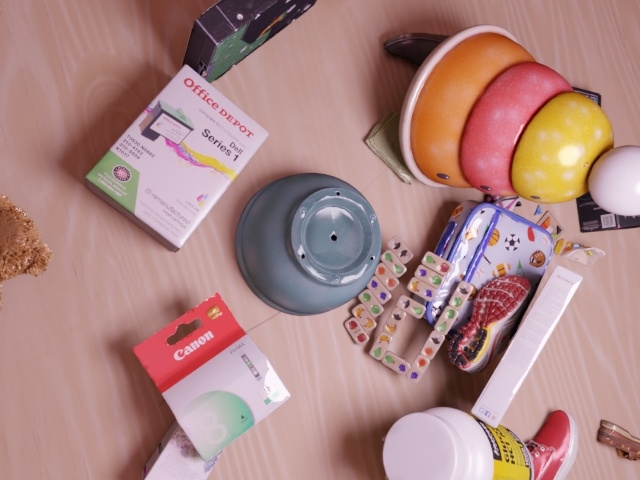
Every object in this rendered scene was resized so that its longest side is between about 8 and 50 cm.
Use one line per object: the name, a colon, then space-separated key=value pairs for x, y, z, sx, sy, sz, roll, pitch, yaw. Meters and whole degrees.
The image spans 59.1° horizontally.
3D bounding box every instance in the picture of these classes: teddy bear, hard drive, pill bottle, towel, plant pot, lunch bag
teddy bear: x=-0.612 y=0.063 z=0.917 sx=0.245 sy=0.113 sz=0.338 roll=35 pitch=82 yaw=-6
hard drive: x=-0.110 y=-0.433 z=1.065 sx=0.339 sy=0.237 sz=0.064 roll=-44 pitch=99 yaw=-17
pill bottle: x=0.262 y=0.421 z=1.069 sx=0.333 sy=0.187 sz=0.188 roll=31 pitch=73 yaw=-46
towel: x=0.177 y=-0.206 z=1.256 sx=0.148 sy=0.027 sz=0.110 roll=43 pitch=72 yaw=-10
plant pot: x=0.000 y=0.000 z=1.083 sx=0.292 sy=0.196 sz=0.294 roll=2 pitch=84 yaw=-20
lunch bag: x=0.339 y=0.077 z=1.210 sx=0.243 sy=0.115 sz=0.304 roll=23 pitch=94 yaw=-19

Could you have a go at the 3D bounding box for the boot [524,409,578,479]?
boot: x=0.464 y=0.473 z=1.263 sx=0.176 sy=0.088 sz=0.244 roll=30 pitch=79 yaw=-13

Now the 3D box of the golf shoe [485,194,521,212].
golf shoe: x=0.399 y=-0.053 z=1.299 sx=0.086 sy=0.067 sz=0.186 roll=46 pitch=72 yaw=-10

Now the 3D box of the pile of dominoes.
pile of dominoes: x=0.171 y=0.138 z=1.142 sx=0.195 sy=0.040 sz=0.251 roll=29 pitch=96 yaw=10

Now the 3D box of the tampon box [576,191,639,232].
tampon box: x=0.742 y=-0.079 z=1.396 sx=0.160 sy=0.120 sz=0.102 roll=-4 pitch=85 yaw=-20

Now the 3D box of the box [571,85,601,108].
box: x=0.562 y=-0.274 z=1.384 sx=0.269 sy=0.060 sz=0.217 roll=7 pitch=82 yaw=-19

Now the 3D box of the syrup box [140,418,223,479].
syrup box: x=-0.218 y=0.346 z=1.022 sx=0.093 sy=0.096 sz=0.237 roll=35 pitch=75 yaw=-11

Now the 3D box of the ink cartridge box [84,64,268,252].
ink cartridge box: x=-0.260 y=-0.149 z=1.045 sx=0.201 sy=0.117 sz=0.278 roll=39 pitch=73 yaw=-12

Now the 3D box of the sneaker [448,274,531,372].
sneaker: x=0.346 y=0.167 z=1.139 sx=0.225 sy=0.088 sz=0.092 roll=-52 pitch=131 yaw=-3

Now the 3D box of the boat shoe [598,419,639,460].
boat shoe: x=0.750 y=0.503 z=1.375 sx=0.177 sy=0.064 sz=0.060 roll=31 pitch=80 yaw=-8

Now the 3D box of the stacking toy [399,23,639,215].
stacking toy: x=0.411 y=-0.183 z=1.059 sx=0.350 sy=0.480 sz=0.351 roll=-19 pitch=128 yaw=-26

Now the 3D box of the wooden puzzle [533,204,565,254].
wooden puzzle: x=0.561 y=-0.026 z=1.383 sx=0.116 sy=0.014 sz=0.079 roll=41 pitch=73 yaw=-11

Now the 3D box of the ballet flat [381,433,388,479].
ballet flat: x=0.176 y=0.506 z=1.167 sx=0.077 sy=0.091 sz=0.241 roll=-9 pitch=83 yaw=10

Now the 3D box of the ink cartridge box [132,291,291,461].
ink cartridge box: x=-0.184 y=0.229 z=0.972 sx=0.181 sy=0.056 sz=0.225 roll=-34 pitch=95 yaw=-19

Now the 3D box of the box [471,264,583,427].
box: x=0.410 y=0.215 z=1.135 sx=0.058 sy=0.232 sz=0.322 roll=32 pitch=88 yaw=21

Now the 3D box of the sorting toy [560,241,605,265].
sorting toy: x=0.646 y=0.029 z=1.375 sx=0.083 sy=0.075 sz=0.045 roll=18 pitch=79 yaw=-18

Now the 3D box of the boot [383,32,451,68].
boot: x=0.240 y=-0.356 z=1.278 sx=0.189 sy=0.076 sz=0.209 roll=-6 pitch=93 yaw=-18
